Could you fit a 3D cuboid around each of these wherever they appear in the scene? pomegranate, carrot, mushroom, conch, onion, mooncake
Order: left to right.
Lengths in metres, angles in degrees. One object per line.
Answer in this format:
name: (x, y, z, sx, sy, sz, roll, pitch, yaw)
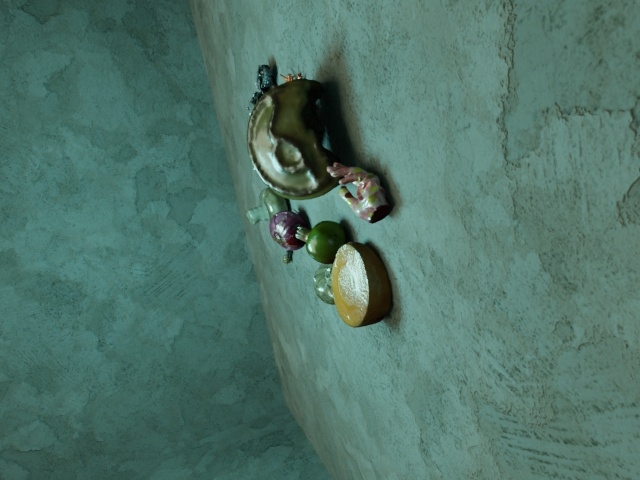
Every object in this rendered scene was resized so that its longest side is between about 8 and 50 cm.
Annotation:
mushroom: (-0.297, -0.169, 2.340, 0.243, 0.243, 0.244, 165, 90, -71)
onion: (-0.146, -0.045, 2.103, 0.200, 0.200, 0.207, -138, 50, -57)
mooncake: (-0.062, -0.348, 1.491, 0.394, 0.246, 0.393, 36, 111, 8)
pomegranate: (0.000, 0.000, 1.665, 0.180, 0.209, 0.180, 22, -90, -85)
conch: (0.043, 0.180, 1.756, 0.291, 0.159, 0.210, 104, 145, -56)
carrot: (0.137, 0.156, 1.517, 0.258, 0.100, 0.307, -1, 95, 56)

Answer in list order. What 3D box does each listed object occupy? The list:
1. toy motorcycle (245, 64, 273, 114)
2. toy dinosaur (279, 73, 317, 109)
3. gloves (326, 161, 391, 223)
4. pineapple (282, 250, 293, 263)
toy motorcycle: (-0.284, -0.682, 2.044, 0.188, 0.143, 0.327, -132, 40, -53)
toy dinosaur: (-0.086, -0.609, 1.683, 0.279, 0.055, 0.101, 55, 162, 41)
gloves: (0.122, -0.169, 1.337, 0.241, 0.126, 0.145, 63, -178, 24)
pineapple: (-0.188, 0.086, 2.514, 0.058, 0.058, 0.124, 64, 144, 29)
